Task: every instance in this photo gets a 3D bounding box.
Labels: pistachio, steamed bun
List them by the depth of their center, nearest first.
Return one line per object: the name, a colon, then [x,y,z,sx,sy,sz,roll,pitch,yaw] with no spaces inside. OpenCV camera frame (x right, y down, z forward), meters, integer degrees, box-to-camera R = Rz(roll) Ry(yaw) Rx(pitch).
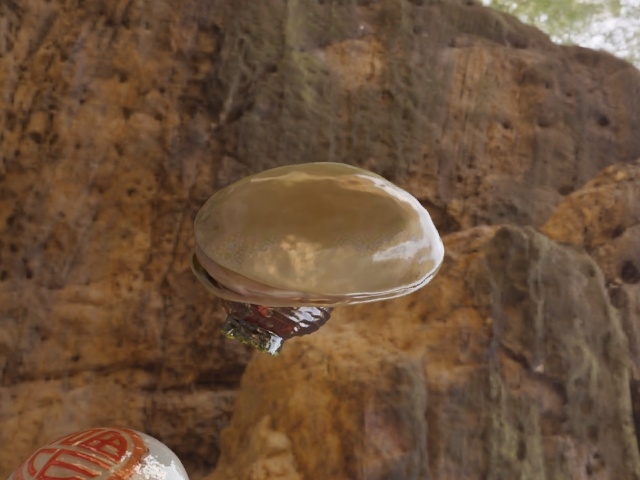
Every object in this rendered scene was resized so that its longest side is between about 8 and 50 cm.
pistachio: [0.000,0.000,0.936,0.162,0.293,0.181,110,-23,-47]
steamed bun: [-0.325,0.366,1.153,0.283,0.283,0.177,-142,-137,-63]

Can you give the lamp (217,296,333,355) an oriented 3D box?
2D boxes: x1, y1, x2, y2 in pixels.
lamp: [-0.088,0.092,1.498,0.247,0.247,0.246,-177,-90,-67]
